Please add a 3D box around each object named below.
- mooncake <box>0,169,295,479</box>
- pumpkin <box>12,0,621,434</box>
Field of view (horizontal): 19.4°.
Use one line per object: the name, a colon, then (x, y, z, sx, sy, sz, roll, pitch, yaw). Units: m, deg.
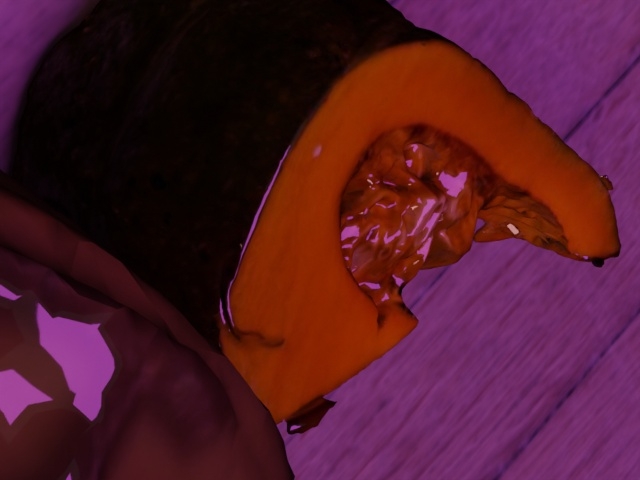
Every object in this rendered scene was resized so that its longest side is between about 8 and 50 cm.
mooncake: (-0.211, 0.143, 0.585, 0.393, 0.246, 0.394, -5, 110, -40)
pumpkin: (0.001, 0.000, 0.817, 0.280, 0.139, 0.190, 37, 77, -47)
